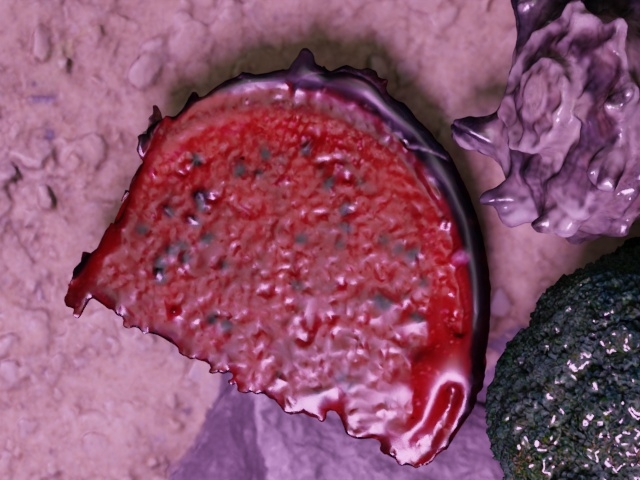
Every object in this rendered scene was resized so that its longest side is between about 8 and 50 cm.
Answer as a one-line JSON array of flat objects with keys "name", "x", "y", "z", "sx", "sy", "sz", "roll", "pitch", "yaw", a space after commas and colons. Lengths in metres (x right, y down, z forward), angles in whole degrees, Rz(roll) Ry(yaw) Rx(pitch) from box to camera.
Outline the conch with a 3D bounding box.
[{"name": "conch", "x": 0.222, "y": -0.117, "z": 0.979, "sx": 0.313, "sy": 0.240, "sz": 0.186, "roll": -27, "pitch": 118, "yaw": 26}]

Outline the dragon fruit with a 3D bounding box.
[{"name": "dragon fruit", "x": 0.000, "y": 0.000, "z": 1.114, "sx": 0.344, "sy": 0.100, "sz": 0.282, "roll": 27, "pitch": 96, "yaw": 12}]

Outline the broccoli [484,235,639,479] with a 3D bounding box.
[{"name": "broccoli", "x": 0.258, "y": 0.127, "z": 0.978, "sx": 0.297, "sy": 0.297, "sz": 0.297, "roll": -37, "pitch": 120, "yaw": 13}]
